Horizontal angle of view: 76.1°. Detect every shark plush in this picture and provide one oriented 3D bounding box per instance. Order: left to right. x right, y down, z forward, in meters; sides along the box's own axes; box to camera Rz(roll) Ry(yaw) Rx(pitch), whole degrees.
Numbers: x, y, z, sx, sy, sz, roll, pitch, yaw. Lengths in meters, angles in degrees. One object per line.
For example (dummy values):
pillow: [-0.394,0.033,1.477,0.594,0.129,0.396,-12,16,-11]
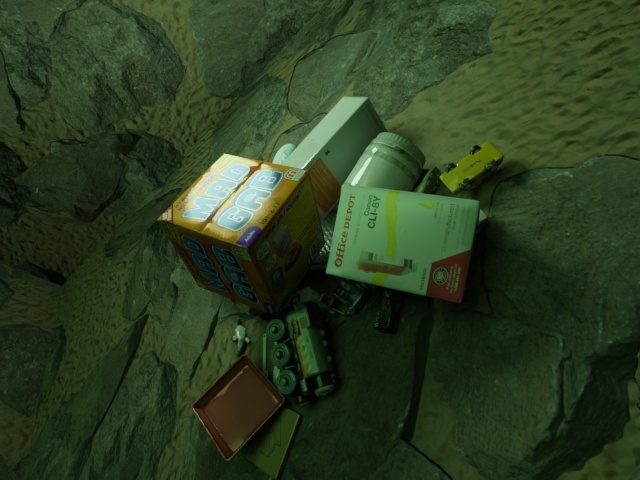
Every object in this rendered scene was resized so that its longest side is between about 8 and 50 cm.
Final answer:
shark plush: [-0.344,0.391,1.689,0.161,0.073,0.067,62,139,42]

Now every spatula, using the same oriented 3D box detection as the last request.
spatula: [-0.169,0.435,1.519,0.168,0.019,0.241,-29,46,26]

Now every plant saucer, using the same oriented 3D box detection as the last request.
plant saucer: [-0.279,0.567,1.409,0.258,0.047,0.259,-44,48,-15]

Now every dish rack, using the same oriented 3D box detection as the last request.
dish rack: [0.000,0.000,1.628,0.333,0.072,0.285,-8,57,40]

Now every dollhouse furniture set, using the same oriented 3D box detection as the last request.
dollhouse furniture set: [0.040,0.239,1.392,0.081,0.114,0.090,20,74,44]

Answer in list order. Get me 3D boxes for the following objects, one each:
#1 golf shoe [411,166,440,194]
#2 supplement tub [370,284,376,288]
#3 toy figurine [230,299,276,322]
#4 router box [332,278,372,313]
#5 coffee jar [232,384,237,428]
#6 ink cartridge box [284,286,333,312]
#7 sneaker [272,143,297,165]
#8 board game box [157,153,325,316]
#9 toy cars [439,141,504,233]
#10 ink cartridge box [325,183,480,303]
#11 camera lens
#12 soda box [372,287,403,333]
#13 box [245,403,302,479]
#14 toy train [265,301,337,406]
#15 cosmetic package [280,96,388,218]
golf shoe: [0.356,-0.183,1.433,0.086,0.069,0.176,15,72,54]
supplement tub: [0.179,0.046,1.373,0.144,0.144,0.199,24,79,49]
toy figurine: [-0.235,0.197,1.601,0.148,0.213,0.209,31,89,36]
router box: [0.108,0.185,1.422,0.092,0.038,0.122,-55,41,-3]
coffee jar: [-0.302,0.619,1.465,0.096,0.079,0.184,-28,46,16]
ink cartridge box: [-0.053,0.231,1.489,0.180,0.104,0.060,-27,45,26]
sneaker: [-0.160,-0.290,1.953,0.150,0.135,0.365,12,80,39]
board game box: [-0.241,-0.027,1.403,0.357,0.356,0.356,16,53,24]
toy cars: [0.453,-0.124,1.286,0.177,0.087,0.393,11,75,34]
ink cartridge box: [0.235,0.006,1.182,0.385,0.160,0.278,11,88,21]
camera lens: [0.219,-0.215,1.461,0.219,0.219,0.274,25,81,49]
soda box: [0.218,0.204,1.293,0.060,0.053,0.168,-5,60,40]
box: [-0.155,0.649,1.353,0.165,0.021,0.201,5,66,45]
toy train: [-0.060,0.362,1.354,0.190,0.142,0.333,-27,60,18]
cosmetic package: [0.055,-0.335,1.637,0.453,0.230,0.162,-50,38,-11]
